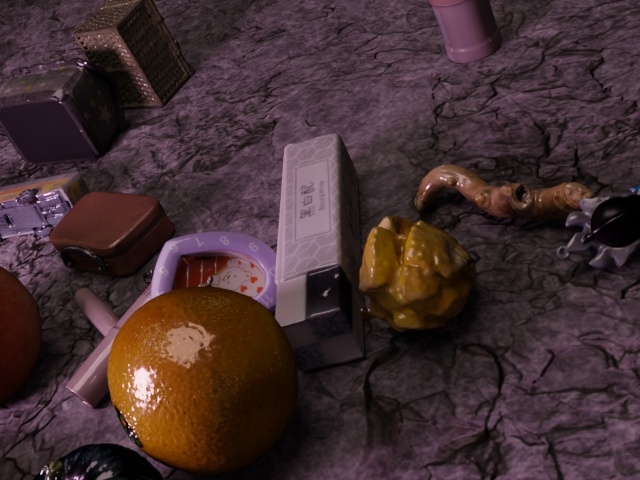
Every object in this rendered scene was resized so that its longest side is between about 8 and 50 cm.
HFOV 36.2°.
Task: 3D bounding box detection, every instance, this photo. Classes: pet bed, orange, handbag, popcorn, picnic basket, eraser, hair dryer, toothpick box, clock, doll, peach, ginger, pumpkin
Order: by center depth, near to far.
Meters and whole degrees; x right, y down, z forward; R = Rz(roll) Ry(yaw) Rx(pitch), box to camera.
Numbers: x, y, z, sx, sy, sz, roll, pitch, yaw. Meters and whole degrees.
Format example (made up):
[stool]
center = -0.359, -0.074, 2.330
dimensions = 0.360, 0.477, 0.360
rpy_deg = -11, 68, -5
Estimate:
[pumpkin]
center = -0.258, 0.319, 1.088
dimensions = 0.194, 0.150, 0.194
rpy_deg = -15, 66, 38
[orange]
center = -0.136, 0.161, 1.139
dimensions = 0.236, 0.236, 0.236
rpy_deg = -17, 36, 13
[doll]
center = 0.371, -0.025, 1.180
dimensions = 0.195, 0.070, 0.096
rpy_deg = -25, 70, -4
[popcorn]
center = 0.117, 0.041, 1.198
dimensions = 0.152, 0.167, 0.148
rpy_deg = -34, 60, 27
[ginger]
center = 0.236, -0.060, 1.311
dimensions = 0.288, 0.089, 0.075
rpy_deg = 10, 94, 42
[eraser]
center = 0.000, 0.000, 1.358
dimensions = 0.096, 0.098, 0.404
rpy_deg = -17, 36, 12
[clock]
center = -0.155, 0.069, 1.358
dimensions = 0.172, 0.064, 0.198
rpy_deg = 43, 68, 12
[hair dryer]
center = -0.335, 0.125, 1.422
dimensions = 0.220, 0.053, 0.195
rpy_deg = 17, 62, 41
[peach]
center = -0.539, 0.128, 1.423
dimensions = 0.252, 0.252, 0.252
rpy_deg = -17, 36, 13
[handbag]
center = -0.352, -0.011, 1.620
dimensions = 0.193, 0.072, 0.151
rpy_deg = 11, 50, 39
[toothpick box]
center = 0.241, -0.389, 1.657
dimensions = 0.098, 0.149, 0.098
rpy_deg = -17, 36, 13
[pet bed]
center = -0.516, -0.265, 1.948
dimensions = 0.211, 0.183, 0.159
rpy_deg = -3, 43, 28
[picnic basket]
center = -0.374, -0.392, 2.012
dimensions = 0.134, 0.196, 0.154
rpy_deg = 0, 44, 36

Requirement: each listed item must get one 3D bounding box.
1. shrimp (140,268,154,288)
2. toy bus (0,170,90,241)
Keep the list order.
[shrimp]
center = -0.242, 0.090, 1.452
dimensions = 0.091, 0.034, 0.161
rpy_deg = -39, 39, -16
[toy bus]
center = -0.550, -0.059, 1.793
dimensions = 0.268, 0.092, 0.106
rpy_deg = -9, 30, 23
